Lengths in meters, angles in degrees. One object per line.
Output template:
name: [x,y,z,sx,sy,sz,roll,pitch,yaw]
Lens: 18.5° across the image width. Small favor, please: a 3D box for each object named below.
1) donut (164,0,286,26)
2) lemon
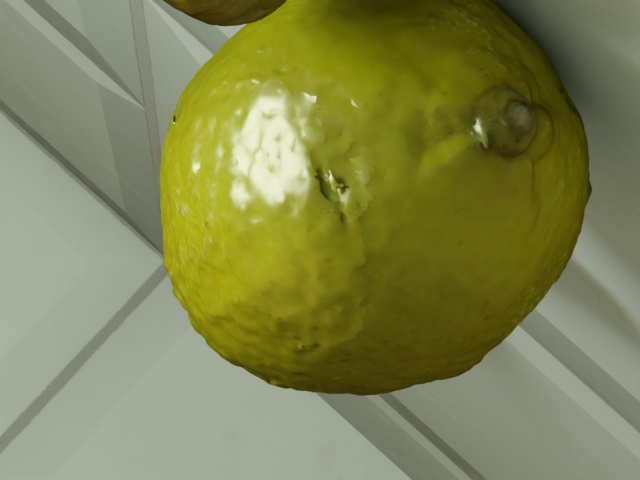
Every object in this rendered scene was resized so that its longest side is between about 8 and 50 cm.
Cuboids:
donut: [-0.078,-0.227,1.073,0.208,0.128,0.261,32,-161,-47]
lemon: [0.033,-0.038,1.225,0.268,0.268,0.322,44,139,-7]
